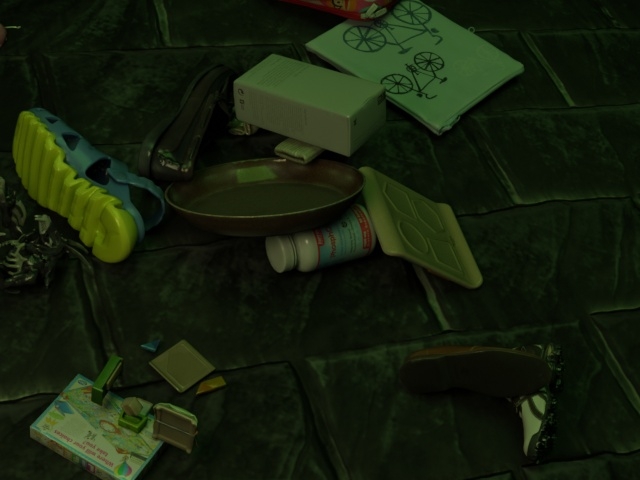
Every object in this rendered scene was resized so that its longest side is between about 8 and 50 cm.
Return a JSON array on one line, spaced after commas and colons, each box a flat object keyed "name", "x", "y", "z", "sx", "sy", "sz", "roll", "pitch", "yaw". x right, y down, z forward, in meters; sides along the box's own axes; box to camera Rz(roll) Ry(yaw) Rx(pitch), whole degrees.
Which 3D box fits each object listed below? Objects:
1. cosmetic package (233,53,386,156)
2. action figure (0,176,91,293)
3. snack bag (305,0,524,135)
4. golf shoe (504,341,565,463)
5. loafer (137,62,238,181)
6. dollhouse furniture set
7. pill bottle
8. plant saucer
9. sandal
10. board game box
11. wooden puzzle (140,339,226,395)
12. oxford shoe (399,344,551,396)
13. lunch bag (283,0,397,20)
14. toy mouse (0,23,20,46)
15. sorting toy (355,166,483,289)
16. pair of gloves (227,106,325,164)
[{"name": "cosmetic package", "x": -0.018, "y": -0.226, "z": 1.734, "sx": 0.231, "sy": 0.085, "sz": 0.117, "roll": 23, "pitch": 46, "yaw": 27}, {"name": "action figure", "x": -0.466, "y": 0.000, "z": 1.481, "sx": 0.276, "sy": 0.141, "sz": 0.164, "roll": -5, "pitch": 37, "yaw": -16}, {"name": "snack bag", "x": 0.195, "y": -0.357, "z": 2.068, "sx": 0.342, "sy": 0.037, "sz": 0.323, "roll": 36, "pitch": 49, "yaw": 20}, {"name": "golf shoe", "x": 0.297, "y": 0.233, "z": 1.510, "sx": 0.094, "sy": 0.077, "sz": 0.198, "roll": 2, "pitch": 43, "yaw": 18}, {"name": "loafer", "x": -0.194, "y": -0.188, "z": 1.744, "sx": 0.095, "sy": 0.109, "sz": 0.302, "roll": 18, "pitch": 43, "yaw": 13}, {"name": "dollhouse furniture set", "x": -0.214, "y": 0.208, "z": 1.347, "sx": 0.152, "sy": 0.076, "sz": 0.058, "roll": 22, "pitch": 46, "yaw": 8}, {"name": "pill bottle", "x": 0.000, "y": 0.000, "z": 1.635, "sx": 0.160, "sy": 0.087, "sz": 0.087, "roll": -15, "pitch": 52, "yaw": -26}, {"name": "plant saucer", "x": -0.084, "y": -0.066, "z": 1.629, "sx": 0.311, "sy": 0.050, "sz": 0.310, "roll": -2, "pitch": 19, "yaw": 1}, {"name": "sandal", "x": -0.356, "y": -0.093, "z": 1.623, "sx": 0.317, "sy": 0.126, "sz": 0.138, "roll": 45, "pitch": 41, "yaw": 20}, {"name": "board game box", "x": -0.282, "y": 0.249, "z": 1.364, "sx": 0.154, "sy": 0.026, "sz": 0.103, "roll": 27, "pitch": 46, "yaw": 12}, {"name": "wooden puzzle", "x": -0.192, "y": 0.177, "z": 1.468, "sx": 0.078, "sy": 0.014, "sz": 0.116, "roll": -23, "pitch": 56, "yaw": -37}, {"name": "oxford shoe", "x": 0.224, "y": 0.174, "z": 1.501, "sx": 0.212, "sy": 0.076, "sz": 0.076, "roll": 1, "pitch": 21, "yaw": 17}, {"name": "lunch bag", "x": 0.022, "y": -0.548, "z": 2.125, "sx": 0.293, "sy": 0.120, "sz": 0.258, "roll": 18, "pitch": 43, "yaw": 18}, {"name": "toy mouse", "x": -0.618, "y": -0.368, "z": 1.872, "sx": 0.161, "sy": 0.031, "sz": 0.143, "roll": -1, "pitch": 47, "yaw": -15}, {"name": "sorting toy", "x": 0.154, "y": -0.016, "z": 1.686, "sx": 0.208, "sy": 0.038, "sz": 0.193, "roll": 20, "pitch": 37, "yaw": -36}, {"name": "pair of gloves", "x": -0.038, "y": -0.213, "z": 1.818, "sx": 0.204, "sy": 0.042, "sz": 0.240, "roll": -27, "pitch": 38, "yaw": -34}]
